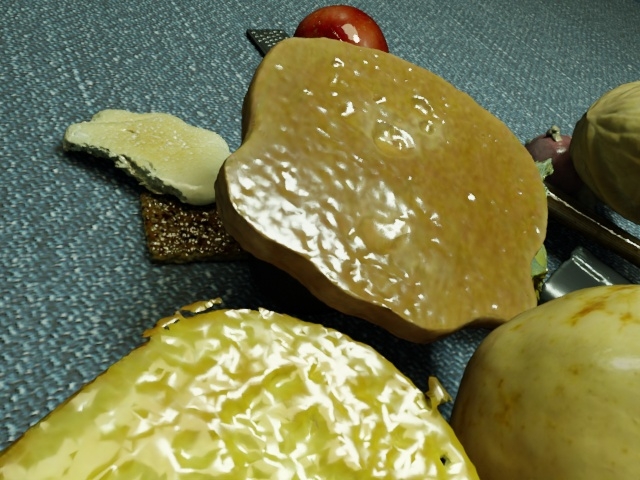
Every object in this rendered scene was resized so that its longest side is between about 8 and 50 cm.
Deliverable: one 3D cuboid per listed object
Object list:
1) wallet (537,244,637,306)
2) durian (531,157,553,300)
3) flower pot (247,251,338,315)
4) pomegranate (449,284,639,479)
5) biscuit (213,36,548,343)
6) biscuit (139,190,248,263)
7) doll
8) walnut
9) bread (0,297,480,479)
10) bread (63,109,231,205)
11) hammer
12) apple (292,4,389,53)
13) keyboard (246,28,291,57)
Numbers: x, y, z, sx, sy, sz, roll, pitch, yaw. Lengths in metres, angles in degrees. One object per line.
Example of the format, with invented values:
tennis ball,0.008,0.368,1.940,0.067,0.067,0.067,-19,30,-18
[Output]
wallet,0.504,0.167,0.774,0.406,0.062,0.228,41,38,20
durian,0.259,-0.020,0.800,0.172,0.166,0.306,28,49,10
flower pot,0.000,0.000,0.668,0.235,0.148,0.235,15,54,-22
pomegranate,0.287,0.203,0.466,0.343,0.342,0.342,12,43,-11
biscuit,0.087,-0.066,0.622,0.385,0.062,0.364,24,54,-13
biscuit,-0.121,-0.024,0.752,0.231,0.025,0.131,-3,48,-25
doll,0.495,-0.129,1.026,0.256,0.152,0.196,-10,82,-12
walnut,0.510,-0.131,0.836,0.261,0.225,0.224,24,42,-8
bread,-0.066,0.243,0.362,0.399,0.215,0.398,12,48,-14
bread,-0.227,-0.135,0.795,0.251,0.038,0.182,24,37,12
hammer,0.500,0.019,0.853,0.409,0.095,0.242,38,18,19
apple,0.038,-0.332,0.997,0.181,0.181,0.168,39,46,18
keyboard,-0.047,-0.348,1.123,0.101,0.018,0.309,-11,52,-31
